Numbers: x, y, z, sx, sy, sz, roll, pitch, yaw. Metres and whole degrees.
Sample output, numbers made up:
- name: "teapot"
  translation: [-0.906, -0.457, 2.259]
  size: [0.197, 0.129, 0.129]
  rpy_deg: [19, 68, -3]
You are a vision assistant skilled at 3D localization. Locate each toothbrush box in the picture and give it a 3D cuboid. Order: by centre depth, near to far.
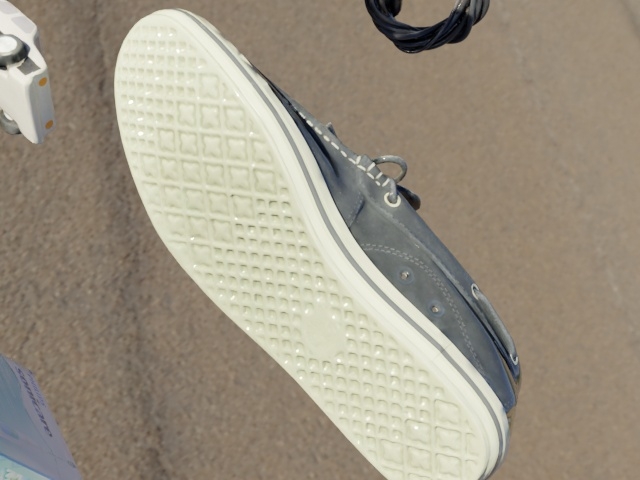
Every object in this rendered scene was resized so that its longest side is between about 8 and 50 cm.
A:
- name: "toothbrush box"
  translation: [-0.420, 0.207, 1.275]
  size: [0.216, 0.126, 0.295]
  rpy_deg: [52, 3, 36]

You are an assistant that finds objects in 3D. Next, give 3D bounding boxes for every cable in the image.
- name: "cable"
  translation: [0.122, -0.277, 1.234]
  size: [0.150, 0.184, 0.047]
  rpy_deg: [3, 47, -32]

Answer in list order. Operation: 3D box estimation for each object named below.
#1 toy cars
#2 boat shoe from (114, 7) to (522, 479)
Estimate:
- name: "toy cars"
  translation: [-0.362, -0.186, 1.176]
  size: [0.087, 0.393, 0.177]
  rpy_deg: [-35, 110, -29]
- name: "boat shoe"
  translation: [0.000, 0.000, 1.018]
  size: [0.500, 0.187, 0.156]
  rpy_deg: [50, 38, 4]
